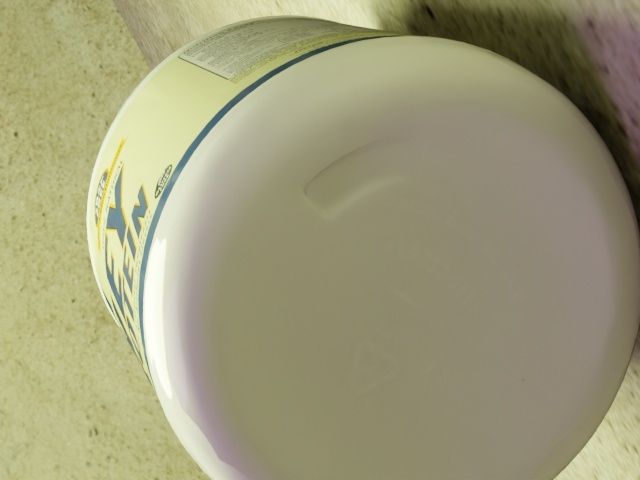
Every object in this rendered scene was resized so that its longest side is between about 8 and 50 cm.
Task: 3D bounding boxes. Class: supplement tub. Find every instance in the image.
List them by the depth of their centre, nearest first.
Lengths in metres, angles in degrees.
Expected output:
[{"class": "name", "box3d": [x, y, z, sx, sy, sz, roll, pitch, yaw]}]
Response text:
[{"class": "supplement tub", "box3d": [0.000, 0.000, 0.741, 0.235, 0.235, 0.325, 65, 170, -17]}]
